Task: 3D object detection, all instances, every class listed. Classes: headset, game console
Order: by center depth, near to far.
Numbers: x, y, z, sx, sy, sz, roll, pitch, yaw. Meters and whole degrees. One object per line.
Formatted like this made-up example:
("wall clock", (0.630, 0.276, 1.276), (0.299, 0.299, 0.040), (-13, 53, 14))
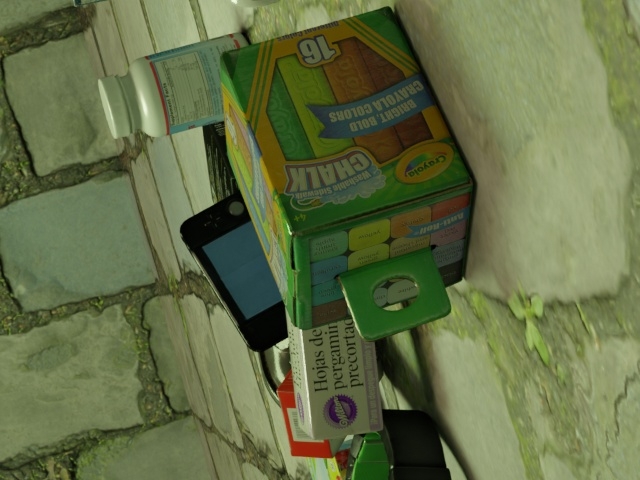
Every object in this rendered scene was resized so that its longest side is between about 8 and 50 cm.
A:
("headset", (0.094, 0.328, 1.516), (0.243, 0.185, 0.394), (105, 165, -51))
("game console", (-0.043, 0.007, 1.635), (0.144, 0.124, 0.085), (58, 167, 13))

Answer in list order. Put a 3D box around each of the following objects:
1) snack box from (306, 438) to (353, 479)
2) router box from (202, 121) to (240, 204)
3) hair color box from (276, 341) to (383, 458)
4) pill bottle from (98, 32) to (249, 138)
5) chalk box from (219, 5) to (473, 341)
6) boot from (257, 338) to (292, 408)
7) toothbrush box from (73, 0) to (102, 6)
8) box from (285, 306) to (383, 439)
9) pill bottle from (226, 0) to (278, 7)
("snack box", (0.056, 0.298, 1.780), (0.174, 0.070, 0.207), (147, 107, -79))
("router box", (-0.096, -0.064, 2.103), (0.179, 0.046, 0.133), (87, 164, -50))
("hair color box", (0.011, 0.127, 1.627), (0.141, 0.043, 0.072), (-52, -43, -55))
("pill bottle", (-0.148, -0.158, 1.907), (0.087, 0.160, 0.087), (164, 90, -80))
("chalk box", (0.024, -0.032, 1.270), (0.132, 0.132, 0.213), (90, 160, -57))
("boot", (-0.019, 0.032, 1.740), (0.263, 0.091, 0.229), (59, 155, 33))
("toothbrush box", (-0.168, -0.352, 1.626), (0.295, 0.126, 0.216), (-86, -15, -70))
("box", (0.000, 0.000, 1.504), (0.067, 0.063, 0.324), (-154, 57, -78))
("pill bottle", (-0.062, -0.264, 1.551), (0.065, 0.065, 0.116), (-120, 17, -52))
